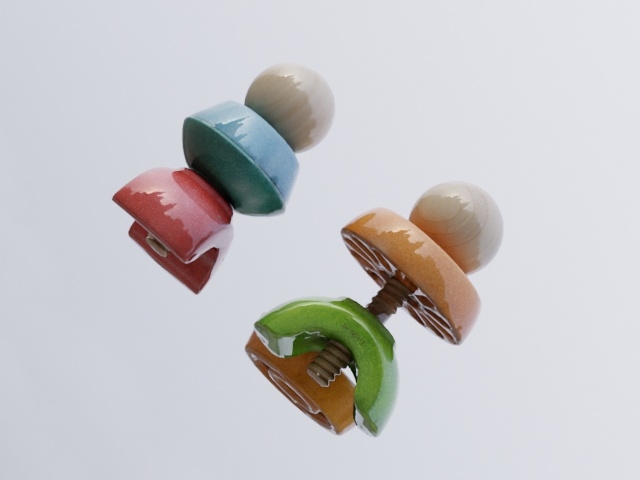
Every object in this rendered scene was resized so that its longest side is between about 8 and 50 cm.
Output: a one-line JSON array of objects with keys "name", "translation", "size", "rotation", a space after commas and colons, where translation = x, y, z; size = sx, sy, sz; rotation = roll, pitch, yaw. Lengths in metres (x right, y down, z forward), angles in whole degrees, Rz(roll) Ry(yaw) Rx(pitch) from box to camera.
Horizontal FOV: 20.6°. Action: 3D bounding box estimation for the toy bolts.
[{"name": "toy bolts", "translation": [0.000, 0.000, 1.137], "size": [0.228, 0.158, 0.218], "rotation": [41, -11, 7]}]
